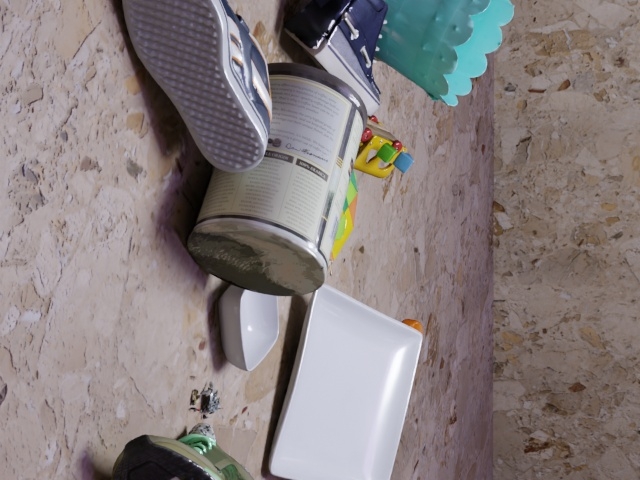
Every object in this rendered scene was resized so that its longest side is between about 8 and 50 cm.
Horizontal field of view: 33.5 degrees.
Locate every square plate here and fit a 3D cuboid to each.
[{"bbox_3d":[0.046,0.291,1.983,0.344,0.049,0.347,29,71,-46],"label":"square plate"}]

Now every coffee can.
[{"bbox_3d":[-0.058,-0.087,1.532,0.201,0.201,0.275,64,35,-55],"label":"coffee can"}]

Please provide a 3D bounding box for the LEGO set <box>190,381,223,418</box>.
[{"bbox_3d":[-0.163,0.239,1.569,0.083,0.023,0.054,-19,112,-70],"label":"LEGO set"}]

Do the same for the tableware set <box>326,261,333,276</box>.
[{"bbox_3d":[0.000,0.000,1.997,0.168,0.020,0.141,10,84,-70],"label":"tableware set"}]

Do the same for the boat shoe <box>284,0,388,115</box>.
[{"bbox_3d":[0.070,-0.343,1.872,0.158,0.127,0.340,-47,158,3],"label":"boat shoe"}]

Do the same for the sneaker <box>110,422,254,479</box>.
[{"bbox_3d":[-0.178,0.328,1.454,0.410,0.158,0.182,61,7,-55],"label":"sneaker"}]

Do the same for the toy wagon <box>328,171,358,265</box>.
[{"bbox_3d":[-0.019,-0.123,1.815,0.267,0.068,0.344,-58,144,-47],"label":"toy wagon"}]

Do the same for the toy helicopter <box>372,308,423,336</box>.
[{"bbox_3d":[0.062,0.246,2.126,0.355,0.140,0.235,21,83,-59],"label":"toy helicopter"}]

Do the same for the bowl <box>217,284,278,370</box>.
[{"bbox_3d":[-0.114,0.117,1.641,0.142,0.053,0.142,-49,139,-61],"label":"bowl"}]

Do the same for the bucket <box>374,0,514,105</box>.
[{"bbox_3d":[0.228,-0.409,1.965,0.281,0.183,0.281,-53,164,-22],"label":"bucket"}]

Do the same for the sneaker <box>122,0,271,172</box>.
[{"bbox_3d":[-0.152,-0.245,1.351,0.127,0.126,0.321,-82,158,-47],"label":"sneaker"}]

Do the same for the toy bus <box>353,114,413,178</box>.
[{"bbox_3d":[0.065,-0.183,2.007,0.104,0.202,0.191,-53,-172,18],"label":"toy bus"}]

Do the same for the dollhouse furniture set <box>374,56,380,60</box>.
[{"bbox_3d":[0.116,-0.457,2.064,0.129,0.128,0.184,31,65,-69],"label":"dollhouse furniture set"}]
